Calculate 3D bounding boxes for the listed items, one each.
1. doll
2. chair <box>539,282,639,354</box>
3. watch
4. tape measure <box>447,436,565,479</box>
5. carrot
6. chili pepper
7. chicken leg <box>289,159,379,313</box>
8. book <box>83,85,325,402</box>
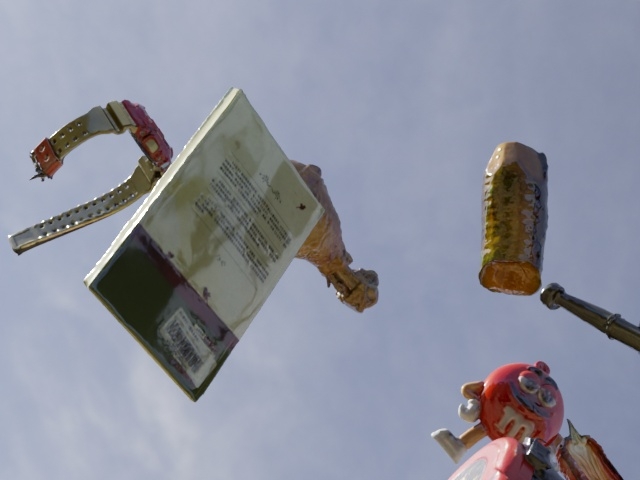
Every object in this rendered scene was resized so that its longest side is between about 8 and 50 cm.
[{"bbox_3d":[0.284,0.266,1.528,0.183,0.217,0.085,45,-21,3],"label":"doll"},{"bbox_3d":[0.543,0.094,1.047,0.364,0.362,0.410,36,6,-40],"label":"chair"},{"bbox_3d":[-0.340,-0.092,1.492,0.102,0.268,0.165,54,-13,37],"label":"watch"},{"bbox_3d":[0.192,0.345,1.226,0.114,0.260,0.253,41,-62,3],"label":"tape measure"},{"bbox_3d":[0.224,-0.027,1.218,0.082,0.173,0.082,5,-21,2],"label":"carrot"},{"bbox_3d":[0.219,0.211,0.771,0.027,0.045,0.178,-57,-134,36],"label":"chili pepper"},{"bbox_3d":[-0.001,0.002,1.337,0.107,0.087,0.251,-30,-59,16],"label":"chicken leg"},{"bbox_3d":[-0.113,0.003,1.130,0.026,0.289,0.201,2,-41,43],"label":"book"}]
